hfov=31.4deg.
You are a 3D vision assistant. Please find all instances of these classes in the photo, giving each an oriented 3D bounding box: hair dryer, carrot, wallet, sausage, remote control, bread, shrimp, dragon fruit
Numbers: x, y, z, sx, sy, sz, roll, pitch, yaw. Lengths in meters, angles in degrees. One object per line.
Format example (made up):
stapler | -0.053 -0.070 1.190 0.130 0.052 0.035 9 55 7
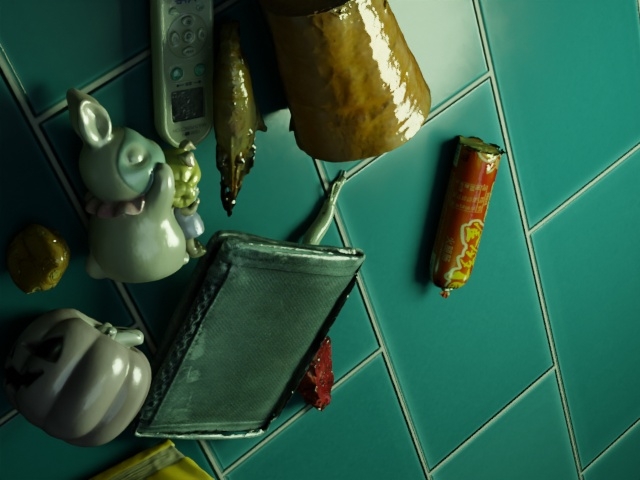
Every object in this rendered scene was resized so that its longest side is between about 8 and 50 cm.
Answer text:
hair dryer | 0.001 0.018 1.667 0.199 0.067 0.167 -55 145 -23
carrot | 0.020 -0.242 1.418 0.196 0.196 0.254 -40 140 -16
wallet | -0.105 0.133 1.572 0.237 0.075 0.342 8 123 -34
sausage | 0.223 -0.030 1.794 0.083 0.083 0.264 -6 116 -37
remote control | -0.170 -0.220 1.396 0.078 0.042 0.221 -17 123 -33
bread | -0.336 0.021 1.361 0.046 0.083 0.081 0 79 -61
shrimp | -0.099 -0.155 1.450 0.117 0.066 0.262 -76 172 -49
dragon fruit | -0.005 0.219 1.740 0.097 0.063 0.131 -23 125 -29

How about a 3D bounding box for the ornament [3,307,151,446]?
ornament | -0.294 0.161 1.403 0.177 0.177 0.177 -18 122 -31

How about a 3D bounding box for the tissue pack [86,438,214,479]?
tissue pack | -0.297 0.491 1.530 0.382 0.228 0.293 -24 127 -26

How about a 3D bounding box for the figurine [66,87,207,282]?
figurine | -0.221 -0.075 1.371 0.155 0.127 0.235 -8 118 -9
